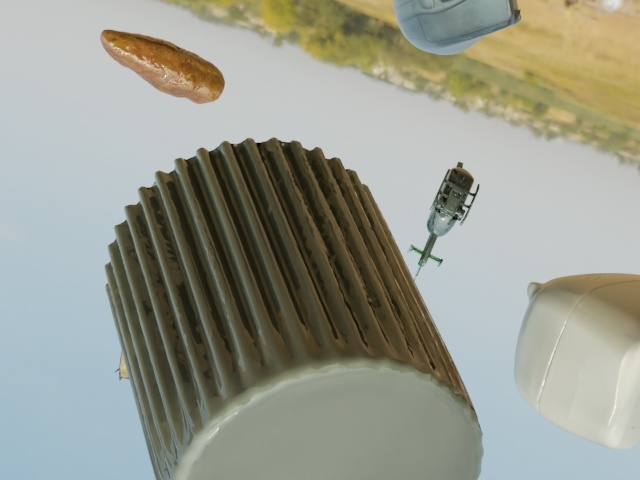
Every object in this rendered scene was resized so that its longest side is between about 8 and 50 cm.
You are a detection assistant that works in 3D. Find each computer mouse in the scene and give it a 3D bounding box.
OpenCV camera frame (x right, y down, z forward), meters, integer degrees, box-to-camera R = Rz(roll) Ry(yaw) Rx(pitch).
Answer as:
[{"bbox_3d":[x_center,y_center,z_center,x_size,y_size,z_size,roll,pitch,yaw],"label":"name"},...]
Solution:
[{"bbox_3d":[0.213,-0.412,1.620,0.122,0.188,0.371,-23,-173,-19],"label":"computer mouse"}]

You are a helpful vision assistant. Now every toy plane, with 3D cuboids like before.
[{"bbox_3d":[0.196,-0.034,1.556,0.060,0.235,0.096,26,166,-4],"label":"toy plane"}]

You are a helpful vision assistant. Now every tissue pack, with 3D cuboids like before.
[{"bbox_3d":[0.442,0.164,1.413,0.333,0.229,0.236,2,-160,-41],"label":"tissue pack"}]

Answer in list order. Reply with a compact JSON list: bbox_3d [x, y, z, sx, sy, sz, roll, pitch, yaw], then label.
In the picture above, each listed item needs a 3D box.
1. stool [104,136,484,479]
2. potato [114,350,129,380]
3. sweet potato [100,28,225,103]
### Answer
[{"bbox_3d":[-0.032,0.106,0.849,0.297,0.297,0.330,15,-156,-24],"label":"stool"},{"bbox_3d":[-0.253,0.102,1.540,0.098,0.243,0.138,-1,177,24],"label":"potato"},{"bbox_3d":[-0.305,-0.336,1.827,0.252,0.097,0.097,20,-170,-23],"label":"sweet potato"}]
